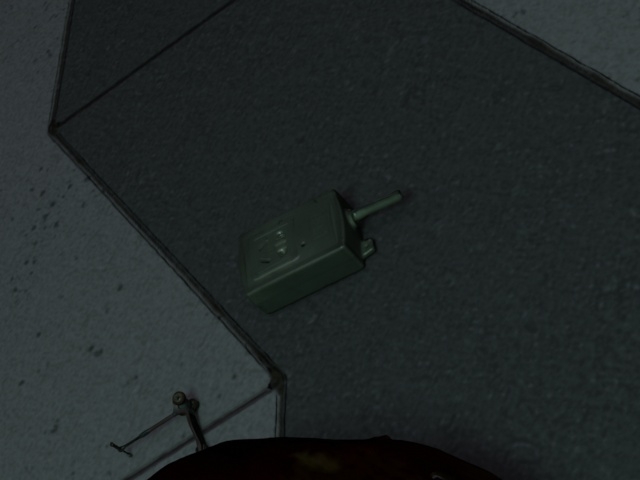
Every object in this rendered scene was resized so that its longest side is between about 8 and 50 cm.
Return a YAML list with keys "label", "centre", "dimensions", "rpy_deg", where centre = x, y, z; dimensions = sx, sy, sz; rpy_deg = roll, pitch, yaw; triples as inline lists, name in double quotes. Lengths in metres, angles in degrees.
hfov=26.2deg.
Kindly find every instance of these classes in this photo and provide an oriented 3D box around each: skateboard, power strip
- label: "skateboard"
  centre: [-0.142, 0.181, 1.227]
  dimensions: [0.083, 0.032, 0.064]
  rpy_deg: [-31, 57, 11]
- label: "power strip"
  centre: [0.000, 0.000, 1.236]
  dimensions: [0.175, 0.042, 0.075]
  rpy_deg: [-27, 46, 18]

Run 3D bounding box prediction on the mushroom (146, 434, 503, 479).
- label: "mushroom"
  centre: [0.007, 0.277, 0.936]
  dimensions: [0.345, 0.259, 0.345]
  rpy_deg: [-3, 42, 3]
